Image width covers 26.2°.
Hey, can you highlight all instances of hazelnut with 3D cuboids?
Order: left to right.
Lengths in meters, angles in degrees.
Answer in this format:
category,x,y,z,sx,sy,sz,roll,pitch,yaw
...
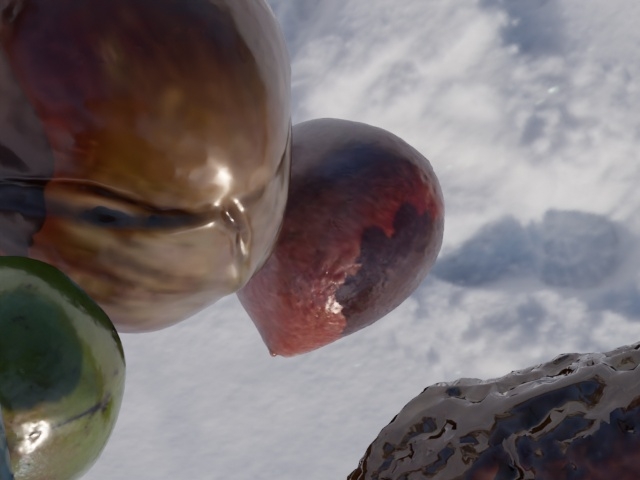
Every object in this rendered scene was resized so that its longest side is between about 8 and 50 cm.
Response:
category,x,y,z,sx,sy,sz,roll,pitch,yaw
hazelnut,-0.172,-0.104,1.184,0.315,0.372,0.372,-23,89,-39

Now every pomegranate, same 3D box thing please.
category,x,y,z,sx,sy,sz,roll,pitch,yaw
pomegranate,-0.231,0.079,0.978,0.179,0.179,0.210,0,50,-24

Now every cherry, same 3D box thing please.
category,x,y,z,sx,sy,sz,roll,pitch,yaw
cherry,0.002,-0.010,1.428,0.239,0.239,0.206,-36,131,-25

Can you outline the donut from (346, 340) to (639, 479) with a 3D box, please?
category,x,y,z,sx,sy,sz,roll,pitch,yaw
donut,0.138,0.046,0.395,0.295,0.151,0.112,-39,113,-16

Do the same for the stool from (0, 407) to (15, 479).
category,x,y,z,sx,sy,sz,roll,pitch,yaw
stool,-0.268,0.127,0.593,0.170,0.243,0.270,18,36,-38
